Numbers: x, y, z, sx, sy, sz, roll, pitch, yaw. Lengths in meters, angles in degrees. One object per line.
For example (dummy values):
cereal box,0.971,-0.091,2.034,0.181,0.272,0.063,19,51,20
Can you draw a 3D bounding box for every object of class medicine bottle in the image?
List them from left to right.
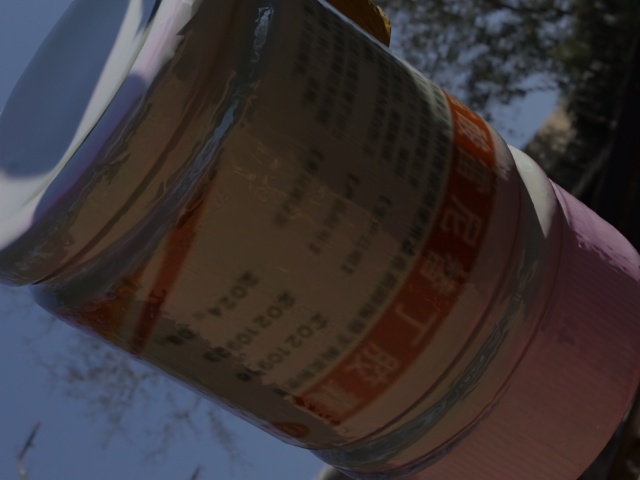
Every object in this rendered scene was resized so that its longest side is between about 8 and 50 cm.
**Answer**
medicine bottle,0.000,0.000,0.704,0.316,0.202,0.202,32,-102,-27

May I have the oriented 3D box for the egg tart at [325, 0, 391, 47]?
egg tart,-0.048,-0.201,1.212,0.202,0.202,0.147,-57,-41,-28
